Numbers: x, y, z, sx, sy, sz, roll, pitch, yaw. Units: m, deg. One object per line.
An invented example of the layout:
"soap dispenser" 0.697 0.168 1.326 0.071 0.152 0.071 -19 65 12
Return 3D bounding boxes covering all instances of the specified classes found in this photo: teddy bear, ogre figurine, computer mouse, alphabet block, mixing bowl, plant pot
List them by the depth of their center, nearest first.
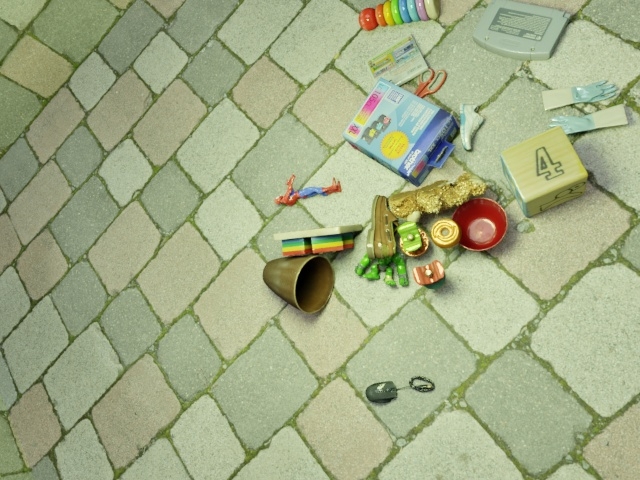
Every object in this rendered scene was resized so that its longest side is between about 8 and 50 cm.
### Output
"alphabet block" 0.714 -0.215 1.622 0.197 0.192 0.193 -24 69 16
"mixing bowl" 0.539 -0.043 1.704 0.181 0.098 0.181 -6 73 22
"computer mouse" 0.264 0.504 1.709 0.242 0.041 0.071 -17 68 19
"teddy bear" 0.407 -0.139 1.717 0.338 0.245 0.113 -20 104 -2
"ogre figurine" 0.224 0.088 1.819 0.197 0.096 0.118 15 100 42
"plant pot" -0.104 0.143 1.901 0.230 0.215 0.215 12 81 40

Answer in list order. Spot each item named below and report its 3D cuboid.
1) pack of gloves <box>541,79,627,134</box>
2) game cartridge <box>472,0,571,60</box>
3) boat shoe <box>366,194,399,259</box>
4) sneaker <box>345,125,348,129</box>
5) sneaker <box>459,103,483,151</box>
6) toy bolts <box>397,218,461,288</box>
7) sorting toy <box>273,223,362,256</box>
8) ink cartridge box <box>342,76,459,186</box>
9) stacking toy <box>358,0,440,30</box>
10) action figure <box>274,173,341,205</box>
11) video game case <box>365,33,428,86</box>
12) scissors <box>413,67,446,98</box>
"pack of gloves" 0.883 -0.439 1.701 0.232 0.046 0.195 -7 62 20
"game cartridge" 0.726 -0.769 1.849 0.297 0.062 0.198 28 93 28
"boat shoe" 0.233 -0.048 1.802 0.104 0.111 0.307 -2 46 15
"sneaker" 0.148 -0.453 2.031 0.119 0.047 0.057 -44 74 9
"sneaker" 0.547 -0.415 1.823 0.082 0.071 0.191 -3 75 18
"toy bolts" 0.388 0.050 1.714 0.218 0.158 0.229 -16 70 19
"sorting toy" 0.000 0.000 1.861 0.255 0.257 0.089 -6 91 23
"ink cartridge box" 0.318 -0.388 1.868 0.395 0.151 0.270 37 97 26
"stacking toy" 0.307 -0.931 2.045 0.330 0.141 0.141 -5 74 27
"action figure" -0.066 -0.225 2.036 0.280 0.091 0.139 -16 76 19
"video game case" 0.303 -0.706 2.029 0.212 0.023 0.193 -27 62 18
"scissors" 0.374 -0.547 1.963 0.109 0.021 0.297 35 91 28
